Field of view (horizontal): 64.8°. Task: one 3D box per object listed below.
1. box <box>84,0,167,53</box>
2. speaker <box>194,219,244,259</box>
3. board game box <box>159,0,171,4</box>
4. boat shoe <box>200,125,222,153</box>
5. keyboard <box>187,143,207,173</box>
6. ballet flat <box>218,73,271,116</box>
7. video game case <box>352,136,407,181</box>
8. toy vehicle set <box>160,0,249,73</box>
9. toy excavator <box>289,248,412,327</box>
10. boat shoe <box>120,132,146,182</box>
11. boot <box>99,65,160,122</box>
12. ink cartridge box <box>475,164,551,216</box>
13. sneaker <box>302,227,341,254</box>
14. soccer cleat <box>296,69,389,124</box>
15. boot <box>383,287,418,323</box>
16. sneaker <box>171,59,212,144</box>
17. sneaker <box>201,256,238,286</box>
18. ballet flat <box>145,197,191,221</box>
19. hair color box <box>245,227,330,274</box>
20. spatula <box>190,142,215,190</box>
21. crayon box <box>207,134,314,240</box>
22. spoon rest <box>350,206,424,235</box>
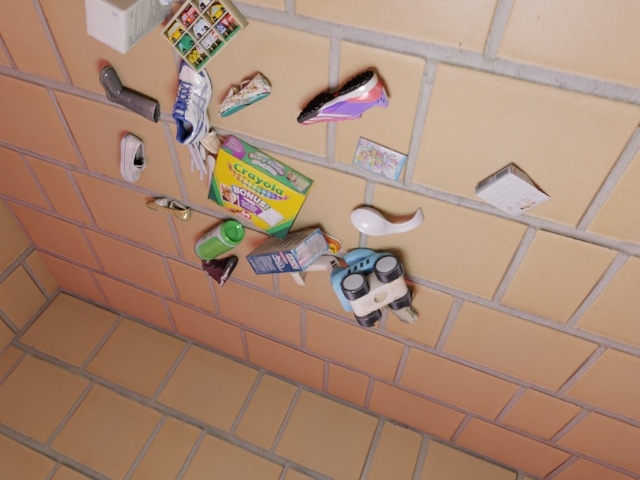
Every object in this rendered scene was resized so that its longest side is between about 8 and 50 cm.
[{"bbox_3d":[-0.567,-0.692,1.489,0.127,0.232,0.148,29,143,-2],"label":"box"},{"bbox_3d":[-0.475,0.002,2.351,0.131,0.131,0.297,43,141,-20],"label":"speaker"},{"bbox_3d":[-0.414,-0.740,1.402,0.026,0.154,0.103,5,137,27],"label":"board game box"},{"bbox_3d":[-0.423,-0.398,1.892,0.059,0.063,0.170,-10,129,47],"label":"boat shoe"},{"bbox_3d":[-0.498,-0.374,1.949,0.072,0.014,0.255,24,142,39],"label":"keyboard"},{"bbox_3d":[-0.258,-0.486,1.687,0.241,0.091,0.077,-14,97,37],"label":"ballet flat"},{"bbox_3d":[0.197,-0.272,1.693,0.166,0.015,0.119,23,143,6],"label":"video game case"},{"bbox_3d":[-0.362,-0.654,1.555,0.267,0.035,0.166,-24,120,42],"label":"toy vehicle set"},{"bbox_3d":[0.109,0.146,2.100,0.433,0.445,0.222,-27,126,0],"label":"toy excavator"},{"bbox_3d":[-0.799,-0.341,2.179,0.088,0.096,0.267,29,135,7],"label":"boat shoe"},{"bbox_3d":[-0.709,-0.543,1.890,0.209,0.076,0.189,30,158,8],"label":"boot"},{"bbox_3d":[0.601,-0.153,1.576,0.179,0.045,0.145,22,147,-24],"label":"ink cartridge box"},{"bbox_3d":[0.000,0.000,2.098,0.175,0.067,0.064,23,145,10],"label":"sneaker"},{"bbox_3d":[0.061,-0.405,1.549,0.318,0.108,0.116,-15,130,40],"label":"soccer cleat"},{"bbox_3d":[0.375,0.288,2.197,0.165,0.077,0.213,41,147,-16],"label":"boot"},{"bbox_3d":[-0.449,-0.469,1.736,0.112,0.131,0.296,15,126,18],"label":"sneaker"},{"bbox_3d":[-0.526,0.130,2.555,0.163,0.106,0.281,35,144,-4],"label":"sneaker"},{"bbox_3d":[-0.708,-0.161,2.364,0.233,0.080,0.073,20,115,6],"label":"ballet flat"},{"bbox_3d":[-0.143,0.051,2.103,0.347,0.174,0.105,-9,115,51],"label":"hair color box"},{"bbox_3d":[-0.477,-0.311,2.026,0.168,0.019,0.242,46,152,11],"label":"spatula"},{"bbox_3d":[-0.244,-0.197,1.982,0.363,0.106,0.313,29,143,-2],"label":"crayon box"},{"bbox_3d":[0.235,-0.070,1.852,0.277,0.084,0.137,-2,134,33],"label":"spoon rest"}]
